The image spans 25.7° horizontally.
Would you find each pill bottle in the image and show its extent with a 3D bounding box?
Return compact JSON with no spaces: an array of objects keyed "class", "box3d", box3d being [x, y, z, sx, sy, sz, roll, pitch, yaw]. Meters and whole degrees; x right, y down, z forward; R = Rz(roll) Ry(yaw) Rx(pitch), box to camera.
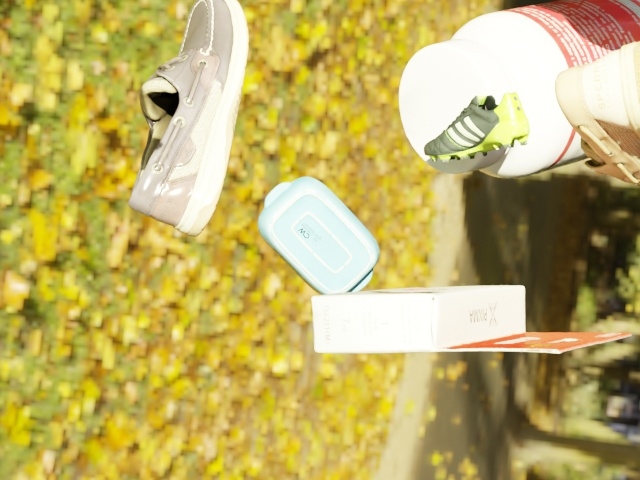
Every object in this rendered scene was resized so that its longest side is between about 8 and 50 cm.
[{"class":"pill bottle","box3d":[0.311,-0.214,1.947,0.407,0.229,0.229,-16,116,-39]}]

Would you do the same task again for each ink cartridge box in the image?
[{"class":"ink cartridge box","box3d":[0.156,0.075,1.378,0.275,0.238,0.060,0,87,-64]}]

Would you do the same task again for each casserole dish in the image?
[{"class":"casserole dish","box3d":[0.000,0.000,1.909,0.114,0.188,0.037,-43,-167,3]}]

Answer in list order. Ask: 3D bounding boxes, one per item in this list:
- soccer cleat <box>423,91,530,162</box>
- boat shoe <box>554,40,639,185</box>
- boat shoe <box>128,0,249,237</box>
[{"class":"soccer cleat","box3d":[0.192,-0.140,1.738,0.060,0.179,0.072,-9,88,-36]},{"class":"boat shoe","box3d":[0.334,-0.124,1.502,0.341,0.110,0.122,36,49,-61]},{"class":"boat shoe","box3d":[-0.137,-0.141,1.420,0.103,0.092,0.285,-39,-141,53]}]
